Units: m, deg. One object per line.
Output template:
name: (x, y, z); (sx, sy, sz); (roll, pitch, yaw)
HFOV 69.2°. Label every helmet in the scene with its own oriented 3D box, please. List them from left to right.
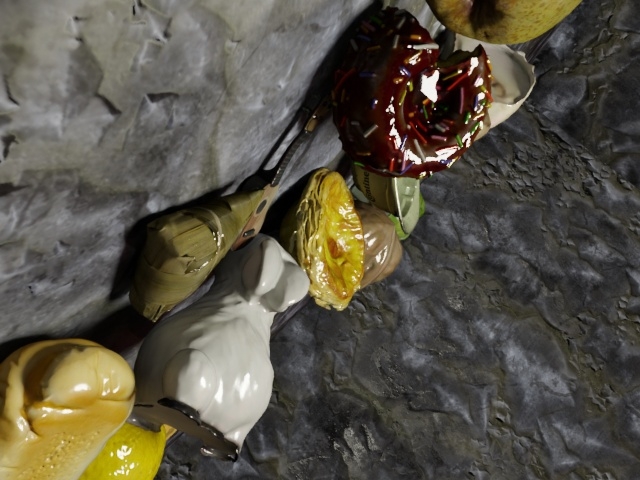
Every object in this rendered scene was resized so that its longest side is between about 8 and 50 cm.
helmet: (0.136, -0.147, 0.995); (0.204, 0.137, 0.257); (-25, 119, -63)

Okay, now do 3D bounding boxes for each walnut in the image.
walnut: (0.074, 0.015, 1.188); (0.273, 0.273, 0.227); (-52, -161, 30)

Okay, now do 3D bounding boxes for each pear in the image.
pear: (0.201, -0.312, 0.481); (0.211, 0.188, 0.228); (-48, 174, -10)

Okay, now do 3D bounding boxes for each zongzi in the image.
zongzi: (-0.158, 0.012, 0.598); (0.160, 0.078, 0.176); (-48, 176, 38)

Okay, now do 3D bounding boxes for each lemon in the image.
lemon: (-0.335, 0.312, 0.691); (0.192, 0.192, 0.231); (-48, 179, 3)

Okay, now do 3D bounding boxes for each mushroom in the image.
mushroom: (0.292, -0.256, 0.882); (0.173, 0.162, 0.236); (99, 5, -60)

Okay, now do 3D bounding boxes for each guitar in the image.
guitar: (-0.065, -0.099, 0.657); (0.271, 0.038, 0.084); (-55, 173, 22)

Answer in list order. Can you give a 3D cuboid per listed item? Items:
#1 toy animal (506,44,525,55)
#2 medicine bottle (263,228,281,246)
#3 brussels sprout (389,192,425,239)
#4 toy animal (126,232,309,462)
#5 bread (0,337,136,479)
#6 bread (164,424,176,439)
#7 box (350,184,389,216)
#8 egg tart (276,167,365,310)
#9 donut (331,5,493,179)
toy animal: (0.332, -0.355, 1.040); (0.204, 0.156, 0.208); (-32, 155, -52)
medicine bottle: (-0.095, 0.011, 0.928); (0.058, 0.058, 0.091); (-51, 170, 24)
brussels sprout: (0.239, -0.109, 1.549); (0.244, 0.244, 0.244); (-46, 171, -9)
toy animal: (-0.133, 0.122, 0.697); (0.258, 0.194, 0.357); (-43, -159, 50)
bread: (-0.337, 0.230, 0.501); (0.311, 0.121, 0.173); (-49, 151, -1)
bread: (-0.378, 0.405, 1.124); (0.288, 0.119, 0.152); (-36, 169, -46)
box: (0.194, -0.169, 1.274); (0.210, 0.129, 0.148); (-52, 171, 27)
egg tart: (0.000, 0.000, 0.929); (0.116, 0.294, 0.295); (-8, -171, 24)
donut: (0.126, -0.181, 0.615); (0.230, 0.096, 0.216); (24, 99, -37)
